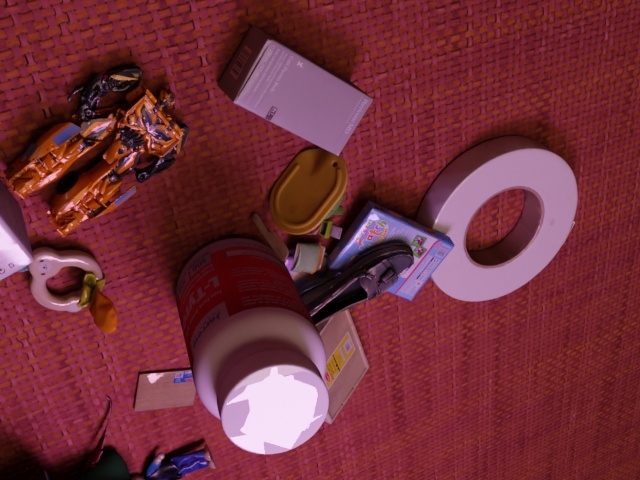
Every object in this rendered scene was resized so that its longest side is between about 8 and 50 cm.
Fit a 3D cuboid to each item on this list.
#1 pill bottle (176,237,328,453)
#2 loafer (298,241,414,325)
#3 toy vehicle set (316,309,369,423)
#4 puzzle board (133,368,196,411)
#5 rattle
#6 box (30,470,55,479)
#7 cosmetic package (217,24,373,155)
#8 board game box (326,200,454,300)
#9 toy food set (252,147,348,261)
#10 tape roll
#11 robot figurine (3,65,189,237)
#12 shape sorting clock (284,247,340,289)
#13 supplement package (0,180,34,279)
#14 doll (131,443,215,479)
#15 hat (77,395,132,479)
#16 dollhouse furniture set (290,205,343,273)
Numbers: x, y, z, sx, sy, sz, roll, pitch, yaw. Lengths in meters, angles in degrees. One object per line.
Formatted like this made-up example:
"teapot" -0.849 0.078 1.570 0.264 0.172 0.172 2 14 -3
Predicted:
"pill bottle" -0.121 0.177 1.455 0.228 0.408 0.229 -7 117 -14
"loafer" 0.072 0.098 1.646 0.267 0.084 0.096 -27 127 8
"toy vehicle set" 0.024 0.259 1.781 0.166 0.035 0.267 -52 144 -27
"puzzle board" -0.319 0.309 1.718 0.128 0.011 0.096 -1 120 -28
"rattle" -0.456 0.081 1.413 0.130 0.143 0.199 -29 139 16
"box" -0.552 0.786 1.546 0.471 0.297 0.480 -36 125 -13
"cosmetic package" -0.042 -0.255 1.426 0.237 0.107 0.127 22 106 -33
"board game box" 0.143 0.025 1.688 0.211 0.039 0.160 22 117 -27
"toy food set" -0.023 -0.074 1.562 0.218 0.128 0.071 -50 154 11
"tape roll" 0.388 -0.042 1.818 0.391 0.072 0.392 -14 126 -20
"robot figurine" -0.350 -0.144 1.347 0.291 0.085 0.211 -38 132 0
"shape sorting clock" -0.050 0.106 1.705 0.206 0.040 0.206 -14 127 -20
"supplement package" -0.584 -0.071 1.211 0.175 0.177 0.293 -30 130 -7
"doll" -0.331 0.503 1.819 0.188 0.046 0.129 -20 138 -7
"hat" -0.459 0.455 1.738 0.208 0.184 0.173 -23 155 21
"dollhouse furniture set" 0.000 0.000 1.621 0.076 0.058 0.152 1 105 -50
